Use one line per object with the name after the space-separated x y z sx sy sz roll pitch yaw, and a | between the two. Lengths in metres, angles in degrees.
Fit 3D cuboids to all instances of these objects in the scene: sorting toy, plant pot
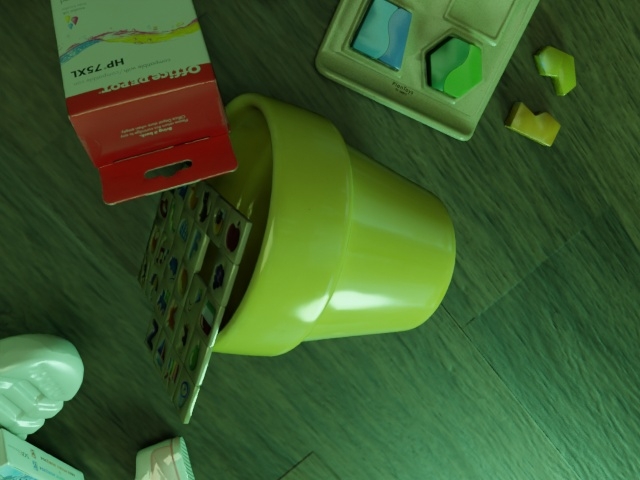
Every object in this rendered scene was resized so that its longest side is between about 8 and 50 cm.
0.174 -0.237 0.801 0.307 0.041 0.229 22 99 -15 | sorting toy
0.000 0.000 0.733 0.239 0.254 0.254 12 101 -28 | plant pot

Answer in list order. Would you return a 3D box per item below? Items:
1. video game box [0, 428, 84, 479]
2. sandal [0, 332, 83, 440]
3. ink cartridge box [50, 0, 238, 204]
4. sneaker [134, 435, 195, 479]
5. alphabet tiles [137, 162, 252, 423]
-0.393 0.292 0.767 0.205 0.048 0.187 -23 149 -5 | video game box
-0.440 0.209 0.759 0.416 0.102 0.169 -29 145 3 | sandal
-0.170 -0.158 0.666 0.134 0.231 0.078 -17 149 -6 | ink cartridge box
-0.190 0.310 0.862 0.070 0.051 0.134 -12 102 -6 | sneaker
-0.142 0.035 0.708 0.009 0.237 0.198 11 105 -30 | alphabet tiles
